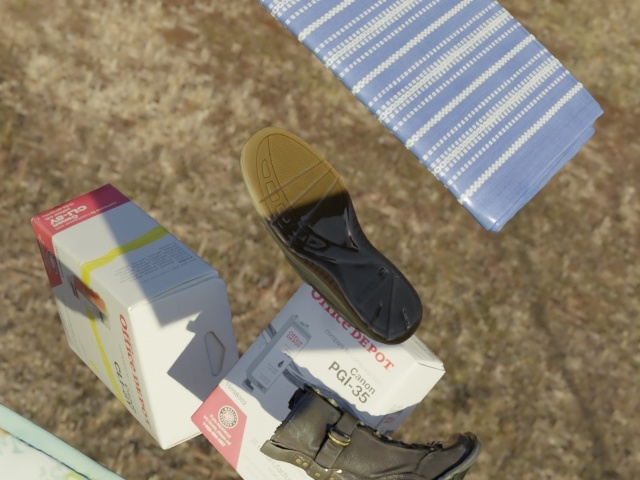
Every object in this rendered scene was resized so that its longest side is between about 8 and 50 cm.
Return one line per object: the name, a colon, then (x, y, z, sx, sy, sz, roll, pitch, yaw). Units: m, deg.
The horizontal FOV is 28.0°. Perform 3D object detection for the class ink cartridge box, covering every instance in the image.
ink cartridge box: (-0.005, 0.206, 1.738, 0.207, 0.283, 0.117, 43, 9, 26)
ink cartridge box: (-0.297, 0.115, 2.083, 0.160, 0.279, 0.385, -25, 34, -25)

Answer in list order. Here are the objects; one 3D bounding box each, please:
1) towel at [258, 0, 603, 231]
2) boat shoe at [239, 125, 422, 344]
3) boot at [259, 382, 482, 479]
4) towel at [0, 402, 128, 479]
towel: (0.116, -0.181, 1.295, 0.336, 0.040, 0.243, 45, 51, 3)
boat shoe: (0.000, 0.000, 1.521, 0.302, 0.109, 0.098, 51, -19, -12)
boot: (0.065, 0.246, 1.570, 0.229, 0.091, 0.263, 34, 25, 11)
towel: (-0.321, 0.296, 1.150, 0.374, 0.090, 0.320, 26, 37, 12)
